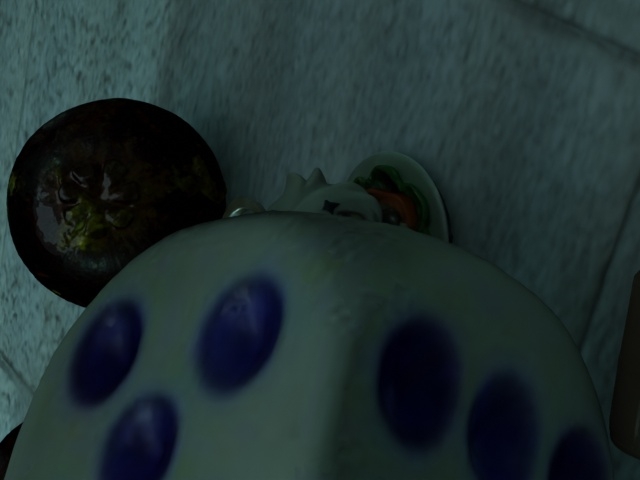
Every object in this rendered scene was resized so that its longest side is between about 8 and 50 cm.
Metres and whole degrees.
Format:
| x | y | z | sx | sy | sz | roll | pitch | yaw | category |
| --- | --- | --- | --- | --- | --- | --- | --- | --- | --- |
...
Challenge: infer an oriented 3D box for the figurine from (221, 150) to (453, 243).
| x | y | z | sx | sy | sz | roll | pitch | yaw | category |
| --- | --- | --- | --- | --- | --- | --- | --- | --- | --- |
| 0.000 | 0.000 | 0.905 | 0.132 | 0.153 | 0.132 | 7 | 99 | 51 | figurine |

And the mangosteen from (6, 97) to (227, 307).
| x | y | z | sx | sy | sz | roll | pitch | yaw | category |
| --- | --- | --- | --- | --- | --- | --- | --- | --- | --- |
| -0.180 | -0.033 | 1.123 | 0.217 | 0.192 | 0.192 | -134 | 38 | -88 | mangosteen |

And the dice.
| x | y | z | sx | sy | sz | roll | pitch | yaw | category |
| --- | --- | --- | --- | --- | --- | --- | --- | --- | --- |
| -0.013 | 0.178 | 0.769 | 0.304 | 0.277 | 0.304 | -13 | 52 | 46 | dice |

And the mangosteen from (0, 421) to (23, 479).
| x | y | z | sx | sy | sz | roll | pitch | yaw | category |
| --- | --- | --- | --- | --- | --- | --- | --- | --- | --- |
| -0.222 | 0.252 | 1.176 | 0.210 | 0.209 | 0.210 | 10 | 103 | 49 | mangosteen |

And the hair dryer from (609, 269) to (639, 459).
| x | y | z | sx | sy | sz | roll | pitch | yaw | category |
| --- | --- | --- | --- | --- | --- | --- | --- | --- | --- |
| 0.252 | 0.086 | 0.696 | 0.181 | 0.064 | 0.117 | 20 | 111 | 39 | hair dryer |
